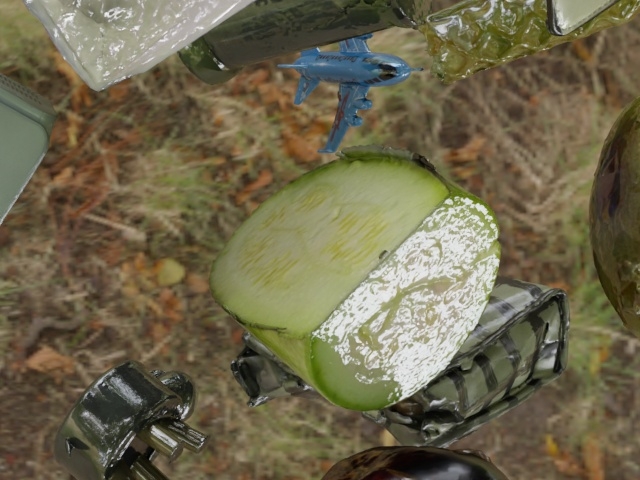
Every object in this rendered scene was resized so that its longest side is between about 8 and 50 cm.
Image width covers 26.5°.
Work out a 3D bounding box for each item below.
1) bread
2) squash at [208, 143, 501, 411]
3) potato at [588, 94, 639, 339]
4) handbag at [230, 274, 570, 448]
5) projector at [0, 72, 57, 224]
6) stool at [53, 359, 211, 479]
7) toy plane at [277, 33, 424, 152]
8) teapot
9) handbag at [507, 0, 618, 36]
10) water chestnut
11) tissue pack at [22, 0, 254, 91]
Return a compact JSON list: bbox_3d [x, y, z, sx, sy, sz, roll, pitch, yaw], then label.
[{"bbox_3d":[0.247,-0.259,1.559,0.098,0.269,0.087,-44,116,-80],"label":"bread"},{"bbox_3d":[0.000,0.000,1.345,0.233,0.309,0.210,-45,140,-7],"label":"squash"},{"bbox_3d":[0.347,-0.016,1.301,0.173,0.210,0.307,20,46,-12],"label":"potato"},{"bbox_3d":[0.109,0.142,1.773,0.327,0.325,0.162,-23,115,-47],"label":"handbag"},{"bbox_3d":[-0.397,-0.068,1.285,0.198,0.108,0.250,29,100,-29],"label":"projector"},{"bbox_3d":[-0.212,0.228,1.653,0.139,0.153,0.228,36,51,17],"label":"stool"},{"bbox_3d":[0.044,-0.250,1.982,0.105,0.271,0.254,-8,103,-42],"label":"toy plane"},{"bbox_3d":[-0.028,-0.355,1.730,0.270,0.337,0.200,63,29,-32],"label":"teapot"},{"bbox_3d":[0.199,-0.358,0.975,0.236,0.160,0.358,-36,138,-21],"label":"handbag"},{"bbox_3d":[0.081,0.300,1.260,0.223,0.223,0.238,22,73,-35],"label":"water chestnut"},{"bbox_3d":[-0.181,-0.323,1.233,0.242,0.338,0.160,-31,135,0],"label":"tissue pack"}]
